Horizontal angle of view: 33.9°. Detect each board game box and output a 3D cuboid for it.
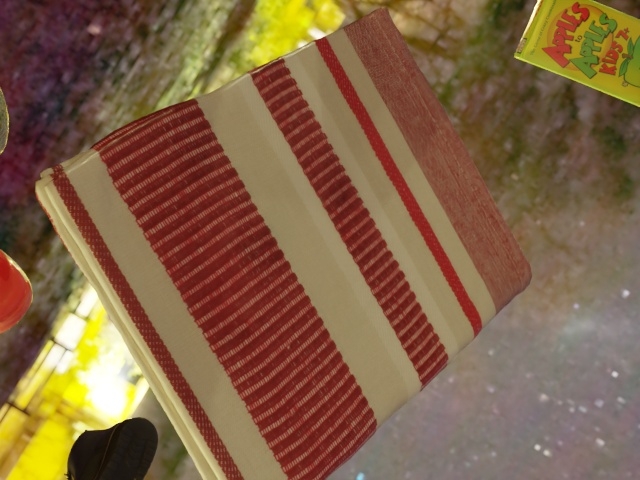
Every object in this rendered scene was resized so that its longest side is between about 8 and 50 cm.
[{"bbox_3d":[0.333,-0.225,1.240,0.043,0.181,0.092,-90,-159,-76],"label":"board game box"}]

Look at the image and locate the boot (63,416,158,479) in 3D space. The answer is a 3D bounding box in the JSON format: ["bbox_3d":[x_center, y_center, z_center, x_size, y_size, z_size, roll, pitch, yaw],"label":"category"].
[{"bbox_3d":[-0.284,0.311,1.274,0.137,0.077,0.198,-16,-146,46],"label":"boot"}]

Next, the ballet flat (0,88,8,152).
[{"bbox_3d":[-0.226,-0.094,0.400,0.123,0.123,0.348,-61,157,-24],"label":"ballet flat"}]

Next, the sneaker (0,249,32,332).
[{"bbox_3d":[-0.312,-0.013,0.744,0.087,0.221,0.128,-63,176,-24],"label":"sneaker"}]

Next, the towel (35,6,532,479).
[{"bbox_3d":[0.000,0.000,0.676,0.037,0.237,0.329,-25,-173,46],"label":"towel"}]
